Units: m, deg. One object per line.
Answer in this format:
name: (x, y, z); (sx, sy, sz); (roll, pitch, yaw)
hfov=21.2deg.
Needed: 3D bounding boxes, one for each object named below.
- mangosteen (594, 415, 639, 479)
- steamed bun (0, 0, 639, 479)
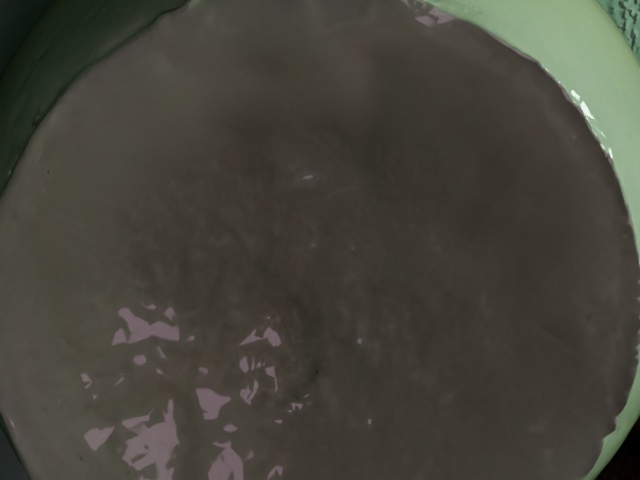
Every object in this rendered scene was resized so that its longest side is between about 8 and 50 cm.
mangosteen: (0.287, 0.100, 0.862); (0.359, 0.306, 0.306); (-17, 122, 29)
steamed bun: (0.000, 0.000, 0.762); (0.324, 0.206, 0.324); (1, 110, 2)
